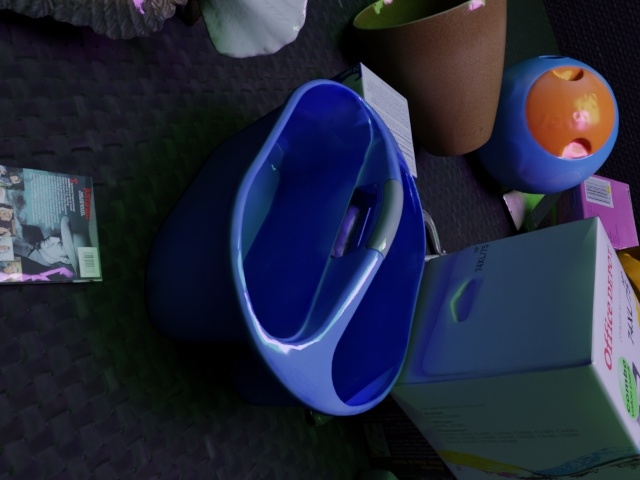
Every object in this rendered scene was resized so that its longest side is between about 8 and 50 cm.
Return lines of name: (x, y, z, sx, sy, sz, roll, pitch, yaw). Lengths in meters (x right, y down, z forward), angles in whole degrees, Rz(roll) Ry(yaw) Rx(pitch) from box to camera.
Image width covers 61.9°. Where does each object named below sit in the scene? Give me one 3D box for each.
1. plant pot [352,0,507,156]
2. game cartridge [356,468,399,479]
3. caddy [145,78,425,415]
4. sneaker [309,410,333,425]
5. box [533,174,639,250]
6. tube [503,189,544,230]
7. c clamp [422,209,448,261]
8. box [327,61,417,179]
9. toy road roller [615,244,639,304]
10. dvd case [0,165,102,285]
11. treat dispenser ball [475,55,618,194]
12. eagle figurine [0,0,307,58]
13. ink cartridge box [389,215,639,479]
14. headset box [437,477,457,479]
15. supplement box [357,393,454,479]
plant pot: (0.201, -0.277, 0.886, 0.237, 0.237, 0.254, -62, 139, -45)
game cartridge: (0.125, 0.450, 0.596, 0.355, 0.068, 0.230, 53, 45, -24)
caddy: (0.000, 0.000, 0.517, 0.241, 0.179, 0.341, 48, 43, -28)
sneaker: (0.019, 0.173, 0.588, 0.083, 0.035, 0.031, -33, 101, -53)
box: (0.587, 0.008, 1.216, 0.117, 0.243, 0.213, 16, 52, 2)
tube: (0.511, -0.108, 1.335, 0.070, 0.062, 0.240, 33, 38, 20)
c clamp: (0.169, 0.011, 0.862, 0.161, 0.022, 0.137, 7, 71, -52)
box: (0.071, -0.156, 0.762, 0.126, 0.072, 0.137, 19, 60, -48)
toy road roller: (0.458, 0.108, 0.917, 0.329, 0.240, 0.202, 166, -94, -82)
dvd case: (-0.217, -0.011, 0.378, 0.119, 0.013, 0.087, 1, 75, -51)
treat dispenser ball: (0.472, -0.243, 1.139, 0.288, 0.288, 0.288, 25, 57, -45)
eagle figurine: (-0.161, -0.277, 0.426, 0.298, 0.225, 0.226, 4, 82, -63)
ink cartridge box: (0.236, 0.154, 0.561, 0.270, 0.197, 0.198, 53, 42, -22)
headset box: (0.246, 0.189, 0.814, 0.293, 0.110, 0.218, -18, 90, -54)
supplement box: (0.099, 0.174, 0.634, 0.081, 0.104, 0.188, -15, 88, -53)
